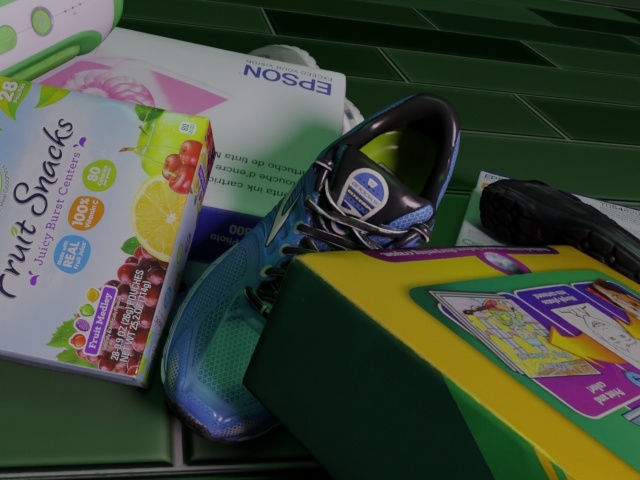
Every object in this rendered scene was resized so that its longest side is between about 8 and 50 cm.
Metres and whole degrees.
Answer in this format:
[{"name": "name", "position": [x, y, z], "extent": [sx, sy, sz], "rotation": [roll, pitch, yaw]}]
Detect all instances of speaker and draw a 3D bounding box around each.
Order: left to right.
[{"name": "speaker", "position": [-0.298, -0.169, 0.576], "extent": [0.131, 0.131, 0.296], "rotation": [21, 43, 17]}]

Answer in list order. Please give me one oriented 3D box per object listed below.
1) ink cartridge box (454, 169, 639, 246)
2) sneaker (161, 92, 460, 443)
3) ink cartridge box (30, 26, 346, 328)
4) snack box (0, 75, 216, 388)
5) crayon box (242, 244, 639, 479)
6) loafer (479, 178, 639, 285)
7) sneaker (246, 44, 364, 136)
[{"name": "ink cartridge box", "position": [0.268, 0.007, 0.795], "extent": [0.223, 0.045, 0.224], "rotation": [16, 32, 12]}, {"name": "sneaker", "position": [0.000, 0.000, 0.532], "extent": [0.130, 0.147, 0.330], "rotation": [35, 64, 4]}, {"name": "ink cartridge box", "position": [-0.143, -0.074, 0.670], "extent": [0.324, 0.071, 0.330], "rotation": [10, 47, -7]}, {"name": "snack box", "position": [-0.190, -0.008, 0.539], "extent": [0.175, 0.070, 0.207], "rotation": [12, 69, 1]}, {"name": "crayon box", "position": [0.189, 0.122, 0.448], "extent": [0.363, 0.106, 0.313], "rotation": [0, 30, -46]}, {"name": "loafer", "position": [0.256, -0.007, 0.694], "extent": [0.078, 0.076, 0.223], "rotation": [-21, 37, -27]}, {"name": "sneaker", "position": [-0.052, -0.199, 0.981], "extent": [0.115, 0.105, 0.281], "rotation": [-10, 37, -32]}]
